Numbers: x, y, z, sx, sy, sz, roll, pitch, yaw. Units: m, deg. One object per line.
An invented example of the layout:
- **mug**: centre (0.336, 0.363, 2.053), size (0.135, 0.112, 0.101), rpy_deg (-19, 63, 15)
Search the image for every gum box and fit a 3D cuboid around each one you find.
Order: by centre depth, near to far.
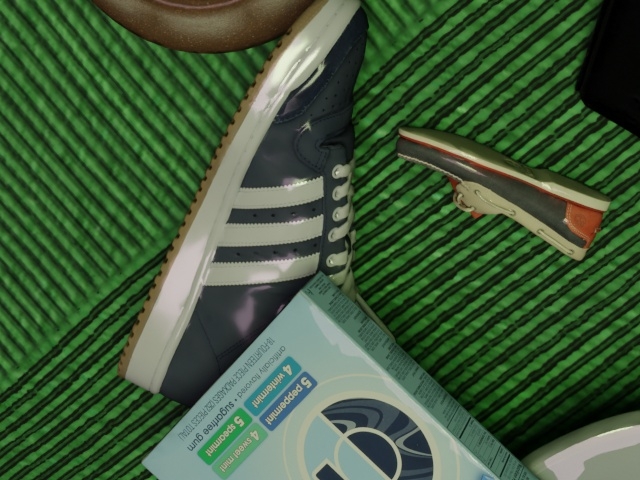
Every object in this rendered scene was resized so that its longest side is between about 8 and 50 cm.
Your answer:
- **gum box**: centre (0.014, 0.136, 0.792), size (0.184, 0.041, 0.157), rpy_deg (43, 115, 3)

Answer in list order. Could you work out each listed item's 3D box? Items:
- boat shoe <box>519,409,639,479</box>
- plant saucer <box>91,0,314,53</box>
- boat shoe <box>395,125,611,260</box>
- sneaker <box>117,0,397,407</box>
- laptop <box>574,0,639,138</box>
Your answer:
- **boat shoe**: centre (0.119, 0.198, 0.866), size (0.113, 0.105, 0.306), rpy_deg (37, 113, -7)
- **plant saucer**: centre (-0.072, -0.207, 0.815), size (0.198, 0.036, 0.199), rpy_deg (2, 105, 6)
- **boat shoe**: centre (0.106, -0.031, 0.835), size (0.137, 0.049, 0.043), rpy_deg (21, 109, -3)
- **sneaker**: centre (0.000, 0.000, 0.828), size (0.153, 0.099, 0.282), rpy_deg (29, 112, 3)
- **laptop**: centre (0.401, -0.159, 0.686), size (0.407, 0.236, 0.382), rpy_deg (-6, 137, -17)
